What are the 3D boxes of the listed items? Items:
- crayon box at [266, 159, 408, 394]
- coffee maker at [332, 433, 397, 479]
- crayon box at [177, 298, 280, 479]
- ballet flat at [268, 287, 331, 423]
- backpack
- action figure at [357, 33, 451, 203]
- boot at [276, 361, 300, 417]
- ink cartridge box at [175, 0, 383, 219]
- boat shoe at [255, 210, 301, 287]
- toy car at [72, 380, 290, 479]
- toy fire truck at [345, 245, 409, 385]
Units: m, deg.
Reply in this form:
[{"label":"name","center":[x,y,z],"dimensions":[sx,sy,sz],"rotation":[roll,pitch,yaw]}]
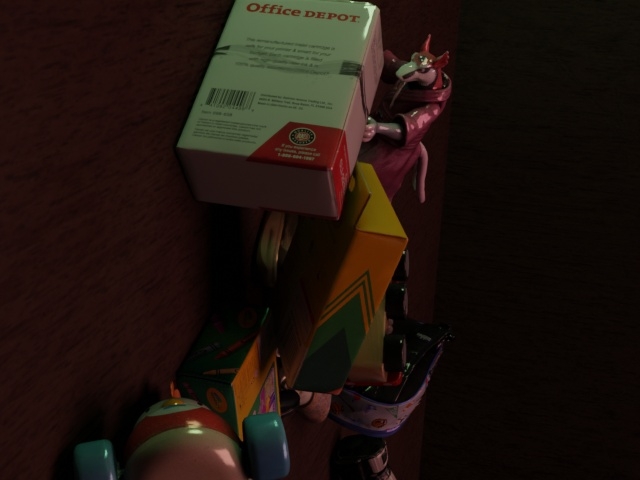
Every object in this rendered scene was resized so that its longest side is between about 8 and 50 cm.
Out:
[{"label":"crayon box","center":[0.024,0.027,1.433],"dimensions":[0.202,0.081,0.318],"rotation":[-108,-146,-54]},{"label":"coffee maker","center":[0.092,0.548,2.396],"dimensions":[0.120,0.171,0.178],"rotation":[-106,176,-70]},{"label":"crayon box","center":[-0.121,0.245,1.478],"dimensions":[0.165,0.081,0.278],"rotation":[-64,157,-52]},{"label":"ballet flat","center":[-0.048,0.189,1.753],"dimensions":[0.106,0.108,0.316],"rotation":[-32,125,-47]},{"label":"backpack","center":[0.090,0.250,2.025],"dimensions":[0.263,0.276,0.213],"rotation":[-54,162,-56]},{"label":"action figure","center":[0.143,-0.191,1.801],"dimensions":[0.370,0.276,0.248],"rotation":[126,-28,-45]},{"label":"boot","center":[-0.077,0.238,1.661],"dimensions":[0.121,0.045,0.099],"rotation":[-25,127,-42]},{"label":"ink cartridge box","center":[-0.042,-0.178,1.333],"dimensions":[0.114,0.197,0.273],"rotation":[78,24,-57]},{"label":"boat shoe","center":[-0.007,-0.077,1.677],"dimensions":[0.123,0.123,0.342],"rotation":[72,29,-60]},{"label":"toy car","center":[-0.162,0.237,1.189],"dimensions":[0.238,0.219,0.210],"rotation":[-115,-161,-57]},{"label":"toy fire truck","center":[0.069,0.133,1.660],"dimensions":[0.246,0.158,0.217],"rotation":[62,29,-67]}]
